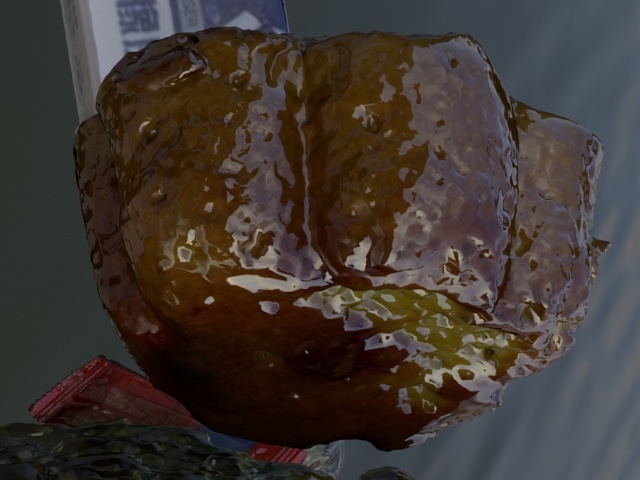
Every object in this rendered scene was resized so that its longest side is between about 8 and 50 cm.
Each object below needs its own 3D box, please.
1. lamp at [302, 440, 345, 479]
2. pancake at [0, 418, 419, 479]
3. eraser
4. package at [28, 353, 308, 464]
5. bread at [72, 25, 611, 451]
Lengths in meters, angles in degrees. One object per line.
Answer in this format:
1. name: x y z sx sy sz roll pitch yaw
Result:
1. lamp: -0.064 0.173 1.654 0.223 0.151 0.215 -23 163 -7
2. pancake: -0.124 0.112 0.846 0.305 0.427 0.066 -37 133 -77
3. eraser: -0.091 -0.173 1.080 0.068 0.125 0.210 150 -69 -72
4. package: -0.112 0.140 1.343 0.083 0.200 0.022 -42 142 -38
5. bread: 0.010 -0.005 0.808 0.246 0.232 0.135 63 20 -58
